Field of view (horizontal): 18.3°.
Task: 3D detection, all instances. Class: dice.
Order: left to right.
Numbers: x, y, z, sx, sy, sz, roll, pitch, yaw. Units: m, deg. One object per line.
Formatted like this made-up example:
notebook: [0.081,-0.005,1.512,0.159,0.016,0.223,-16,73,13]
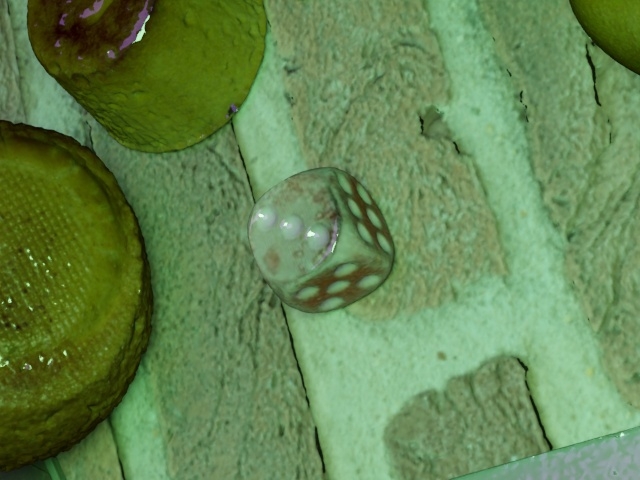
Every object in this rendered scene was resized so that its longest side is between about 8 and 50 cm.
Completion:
dice: [0.000,0.000,1.653,0.091,0.094,0.093,-31,63,19]

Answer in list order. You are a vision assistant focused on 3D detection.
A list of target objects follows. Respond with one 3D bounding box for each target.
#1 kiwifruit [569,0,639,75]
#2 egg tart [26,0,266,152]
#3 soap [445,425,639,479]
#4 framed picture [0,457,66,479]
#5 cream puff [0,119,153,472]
kiwifruit: [0.301,-0.196,1.472,0.234,0.196,0.196,22,87,27]
egg tart: [-0.163,-0.188,1.778,0.202,0.147,0.203,-8,73,27]
soap: [0.181,0.250,1.476,0.259,0.081,0.181,-21,65,26]
framed picture: [-0.316,0.197,1.824,0.150,0.015,0.203,-36,64,17]
cream puff: [-0.291,0.054,1.723,0.212,0.303,0.303,141,130,-60]
